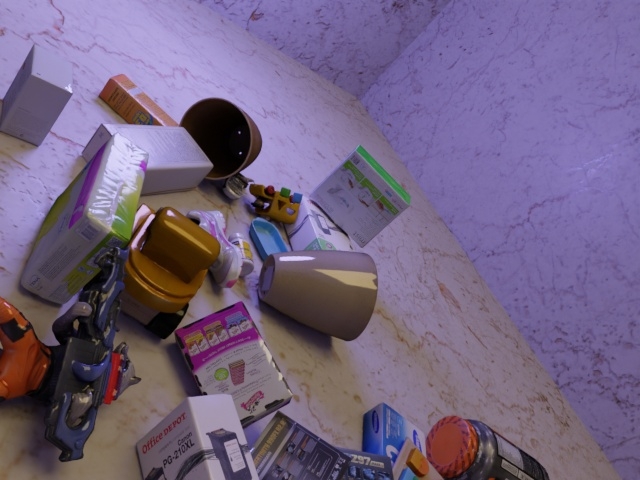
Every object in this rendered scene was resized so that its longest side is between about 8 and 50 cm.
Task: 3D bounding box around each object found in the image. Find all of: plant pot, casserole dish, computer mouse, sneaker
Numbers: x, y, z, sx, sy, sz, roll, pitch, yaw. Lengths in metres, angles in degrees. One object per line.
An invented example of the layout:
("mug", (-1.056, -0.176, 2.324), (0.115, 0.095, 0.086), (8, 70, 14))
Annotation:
("plant pot", (-0.279, -0.313, 1.700), (0.237, 0.237, 0.254), (49, 16, 4))
("plant pot", (-0.023, 0.128, 1.502), (0.274, 0.256, 0.256), (15, 37, -23))
("casserole dish", (-0.157, 0.012, 1.665), (0.114, 0.037, 0.188), (12, 43, -51))
("computer mouse", (-0.283, -0.179, 1.744), (0.106, 0.042, 0.193), (43, 19, -20))
("sneaker", (-0.286, 0.020, 1.391), (0.111, 0.103, 0.252), (11, 36, -46))

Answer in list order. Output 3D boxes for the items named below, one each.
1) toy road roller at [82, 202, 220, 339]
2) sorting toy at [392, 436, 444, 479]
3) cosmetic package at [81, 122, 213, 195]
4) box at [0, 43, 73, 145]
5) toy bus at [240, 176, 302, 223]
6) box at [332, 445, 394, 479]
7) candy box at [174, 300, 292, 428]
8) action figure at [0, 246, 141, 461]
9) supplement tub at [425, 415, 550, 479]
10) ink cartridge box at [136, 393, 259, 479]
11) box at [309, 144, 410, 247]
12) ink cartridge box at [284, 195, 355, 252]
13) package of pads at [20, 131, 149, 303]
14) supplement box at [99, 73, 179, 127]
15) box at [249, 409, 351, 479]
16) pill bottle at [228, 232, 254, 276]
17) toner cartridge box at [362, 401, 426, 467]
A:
("toy road roller", (-0.317, 0.022, 1.155), (0.202, 0.240, 0.330), (38, 26, -19))
("sorting toy", (0.247, 0.586, 1.277), (0.193, 0.038, 0.208), (50, 25, 4))
("cosmetic package", (-0.448, -0.215, 1.450), (0.160, 0.113, 0.309), (51, 26, 10))
("box", (-0.644, -0.328, 1.236), (0.091, 0.170, 0.130), (23, 35, -41))
("toy bus", (-0.164, -0.117, 1.766), (0.202, 0.104, 0.191), (15, -5, 2))
("box", (0.045, 0.523, 1.124), (0.232, 0.059, 0.183), (16, 35, -15))
("candy box", (-0.182, 0.263, 1.124), (0.159, 0.071, 0.233), (-23, 66, -22))
("action figure", (-0.434, 0.153, 0.863), (0.330, 0.178, 0.341), (34, 54, -36))
("supplement tub", (0.461, 0.638, 1.517), (0.338, 0.207, 0.207), (37, 27, -20))
("ink cartridge box", (-0.193, 0.396, 0.881), (0.100, 0.172, 0.237), (16, 39, -48))
("box", (0.137, -0.149, 1.865), (0.262, 0.231, 0.127), (44, 22, -5))
("ink cartridge box", (0.000, 0.000, 1.835), (0.198, 0.115, 0.273), (25, 32, -41))
("package of pads", (-0.452, -0.046, 1.059), (0.101, 0.229, 0.297), (37, 26, -31))
("supplement box", (-0.528, -0.378, 1.605), (0.233, 0.078, 0.080), (42, 25, -10))
("box", (-0.065, 0.459, 1.032), (0.183, 0.056, 0.231), (30, 31, 10))
("pill bottle", (-0.222, 0.036, 1.492), (0.065, 0.065, 0.116), (25, 32, -39))
("toner cartridge box", (0.182, 0.579, 1.319), (0.165, 0.075, 0.348), (40, 26, -16))
